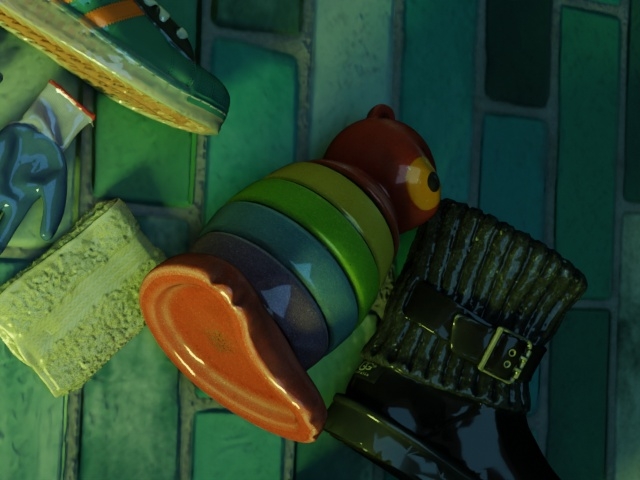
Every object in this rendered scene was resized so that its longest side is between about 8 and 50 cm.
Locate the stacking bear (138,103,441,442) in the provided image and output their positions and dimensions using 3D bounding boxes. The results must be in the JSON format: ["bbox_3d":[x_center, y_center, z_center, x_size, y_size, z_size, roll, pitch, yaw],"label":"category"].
[{"bbox_3d":[0.000,0.000,0.765,0.289,0.164,0.175,-46,119,-31],"label":"stacking bear"}]

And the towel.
[{"bbox_3d":[-0.192,0.047,0.740,0.148,0.027,0.110,-44,108,-20],"label":"towel"}]

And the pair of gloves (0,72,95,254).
[{"bbox_3d":[-0.277,-0.083,0.703,0.198,0.023,0.159,39,75,-20],"label":"pair of gloves"}]

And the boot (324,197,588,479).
[{"bbox_3d":[0.190,0.147,0.869,0.348,0.131,0.260,36,75,-21],"label":"boot"}]

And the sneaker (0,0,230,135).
[{"bbox_3d":[-0.184,-0.201,0.701,0.302,0.108,0.121,34,80,-21],"label":"sneaker"}]
